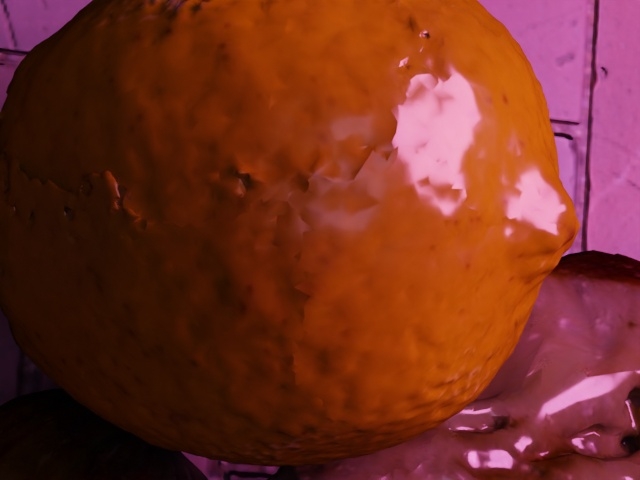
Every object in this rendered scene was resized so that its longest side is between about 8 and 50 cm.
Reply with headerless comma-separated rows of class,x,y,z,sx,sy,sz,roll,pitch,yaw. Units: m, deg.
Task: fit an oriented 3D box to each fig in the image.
fig,-0.164,0.194,0.869,0.149,0.149,0.245,40,87,-9

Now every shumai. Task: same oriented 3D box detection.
shumai,0.150,0.133,0.914,0.346,0.217,0.283,27,78,-9

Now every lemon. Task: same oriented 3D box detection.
lemon,-0.028,-0.018,0.802,0.310,0.253,0.253,-2,84,24
